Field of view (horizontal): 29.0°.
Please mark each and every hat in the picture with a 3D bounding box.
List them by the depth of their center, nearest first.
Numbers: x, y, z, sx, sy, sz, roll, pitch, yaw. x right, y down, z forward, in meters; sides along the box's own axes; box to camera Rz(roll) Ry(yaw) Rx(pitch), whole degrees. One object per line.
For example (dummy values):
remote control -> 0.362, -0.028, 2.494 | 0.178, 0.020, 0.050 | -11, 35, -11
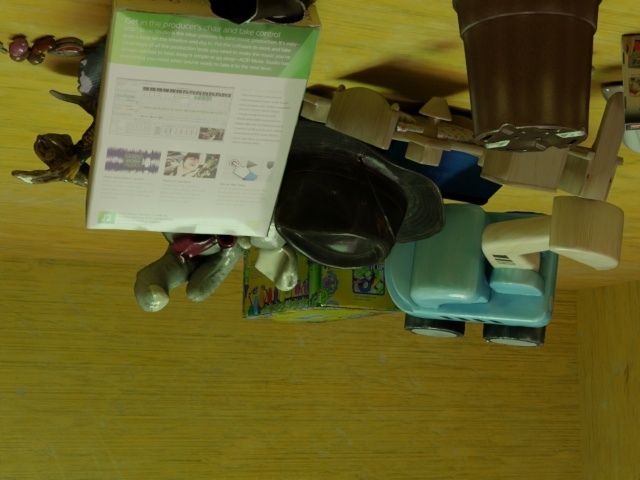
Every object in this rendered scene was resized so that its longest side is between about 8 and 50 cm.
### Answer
hat -> 0.020, -0.037, 1.876 | 0.331, 0.134, 0.331 | 18, 156, 8

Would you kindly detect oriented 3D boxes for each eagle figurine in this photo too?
eagle figurine -> -0.214, -0.161, 1.582 | 0.298, 0.225, 0.226 | -40, -165, 20

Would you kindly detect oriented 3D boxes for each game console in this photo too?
game console -> 0.167, -0.164, 2.010 | 0.293, 0.173, 0.250 | 7, 138, -41

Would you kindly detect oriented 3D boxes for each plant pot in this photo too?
plant pot -> 0.230, -0.190, 1.367 | 0.166, 0.165, 0.167 | 1, 171, 0

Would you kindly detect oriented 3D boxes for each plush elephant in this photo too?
plush elephant -> -0.154, -0.036, 2.092 | 0.255, 0.272, 0.330 | -5, -174, 45

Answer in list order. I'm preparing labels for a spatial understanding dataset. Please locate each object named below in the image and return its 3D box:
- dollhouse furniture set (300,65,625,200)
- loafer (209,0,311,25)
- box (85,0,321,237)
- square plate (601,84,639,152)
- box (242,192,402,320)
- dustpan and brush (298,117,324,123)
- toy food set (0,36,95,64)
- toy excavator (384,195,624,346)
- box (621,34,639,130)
dollhouse furniture set -> 0.201, -0.197, 1.707 | 0.303, 0.174, 0.355 | 7, -166, -38
loafer -> -0.082, -0.251, 1.246 | 0.080, 0.078, 0.220 | -5, 170, 30
box -> -0.145, -0.141, 1.449 | 0.232, 0.058, 0.322 | 3, 133, -16
square plate -> 0.605, -0.179, 1.825 | 0.344, 0.049, 0.347 | -3, 171, 18
box -> 0.000, 0.000, 2.252 | 0.177, 0.279, 0.290 | 5, 171, -30
dustpan and brush -> -0.077, -0.169, 1.918 | 0.211, 0.060, 0.147 | 4, 160, 19
toy food set -> -0.348, -0.237, 1.545 | 0.122, 0.019, 0.078 | -1, 171, 6
toy excavator -> 0.278, 0.029, 1.942 | 0.432, 0.222, 0.445 | 3, 169, 24
box -> 0.471, -0.196, 1.492 | 0.207, 0.114, 0.036 | -2, 172, 14
